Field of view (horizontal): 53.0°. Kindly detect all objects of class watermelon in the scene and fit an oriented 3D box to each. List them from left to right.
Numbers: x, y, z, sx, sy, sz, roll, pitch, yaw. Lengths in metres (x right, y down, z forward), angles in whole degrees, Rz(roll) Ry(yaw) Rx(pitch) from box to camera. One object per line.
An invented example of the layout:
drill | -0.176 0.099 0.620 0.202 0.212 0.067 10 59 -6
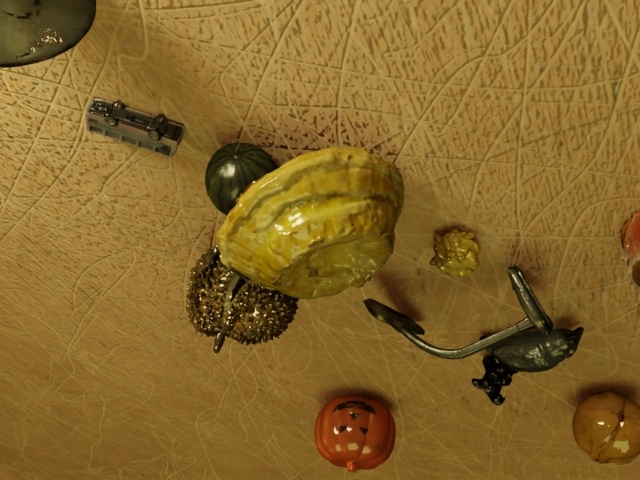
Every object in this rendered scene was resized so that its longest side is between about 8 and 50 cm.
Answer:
watermelon | -0.109 -0.090 0.885 0.105 0.105 0.133 4 141 7

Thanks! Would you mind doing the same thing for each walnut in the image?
walnut | 0.589 0.384 1.307 0.144 0.144 0.180 -4 143 17

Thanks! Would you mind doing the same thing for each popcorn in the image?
popcorn | 0.208 0.022 0.996 0.083 0.057 0.082 -17 141 25

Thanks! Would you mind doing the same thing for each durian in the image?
durian | -0.129 0.099 1.049 0.196 0.196 0.167 5 148 6

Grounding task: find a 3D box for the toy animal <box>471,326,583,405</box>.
toy animal | 0.374 0.195 1.180 0.210 0.121 0.117 -44 74 27

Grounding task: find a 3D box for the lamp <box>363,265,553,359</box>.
lamp | 0.239 0.134 1.075 0.283 0.125 0.203 -15 166 21

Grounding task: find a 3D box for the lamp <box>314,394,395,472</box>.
lamp | 0.078 0.450 1.475 0.187 0.164 0.188 5 143 3

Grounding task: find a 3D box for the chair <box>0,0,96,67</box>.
chair | -0.282 -0.357 0.491 0.226 0.227 0.401 17 142 -9

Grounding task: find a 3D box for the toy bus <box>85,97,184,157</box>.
toy bus | -0.258 -0.155 0.891 0.130 0.037 0.052 17 143 -8

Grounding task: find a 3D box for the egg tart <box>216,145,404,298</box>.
egg tart | 0.000 0.000 0.884 0.290 0.115 0.290 -16 148 -10

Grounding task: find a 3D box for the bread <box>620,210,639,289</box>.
bread | 0.509 0.012 0.905 0.160 0.073 0.160 7 142 5
